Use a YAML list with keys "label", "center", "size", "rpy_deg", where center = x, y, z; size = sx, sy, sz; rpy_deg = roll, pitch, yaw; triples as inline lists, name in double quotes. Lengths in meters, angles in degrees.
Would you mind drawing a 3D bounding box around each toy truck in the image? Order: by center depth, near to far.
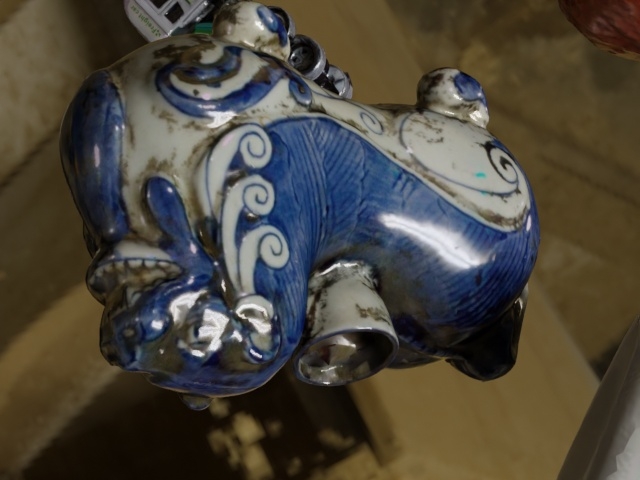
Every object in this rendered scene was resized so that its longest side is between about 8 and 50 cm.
- label: "toy truck"
  center: [-0.064, -0.157, 1.689]
  size: [0.124, 0.253, 0.114]
  rpy_deg: [-46, 162, 2]

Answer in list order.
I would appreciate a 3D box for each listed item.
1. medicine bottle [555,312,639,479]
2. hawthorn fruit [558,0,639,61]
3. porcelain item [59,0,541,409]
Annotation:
- label: "medicine bottle"
  center: [0.291, 0.190, 0.930]
  size: [0.371, 0.211, 0.211]
  rpy_deg: [25, 127, 6]
- label: "hawthorn fruit"
  center: [0.219, -0.208, 1.199]
  size: [0.253, 0.205, 0.205]
  rpy_deg: [8, 146, 24]
- label: "porcelain item"
  center: [0.000, 0.000, 0.964]
  size: [0.288, 0.186, 0.138]
  rpy_deg: [18, 141, -42]
